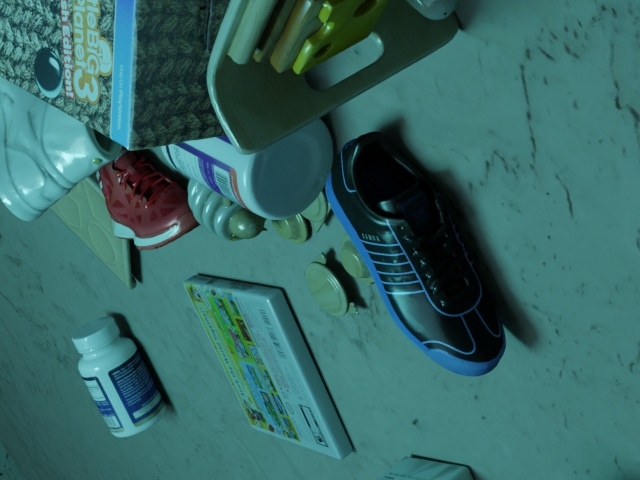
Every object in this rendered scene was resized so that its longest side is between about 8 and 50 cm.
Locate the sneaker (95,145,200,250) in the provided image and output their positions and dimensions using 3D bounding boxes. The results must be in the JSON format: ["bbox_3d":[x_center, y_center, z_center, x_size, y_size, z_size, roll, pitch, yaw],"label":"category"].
[{"bbox_3d":[-0.216,-0.064,1.456,0.221,0.087,0.128,0,120,56],"label":"sneaker"}]

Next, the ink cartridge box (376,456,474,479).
[{"bbox_3d":[0.069,0.380,1.267,0.114,0.273,0.197,-5,115,55],"label":"ink cartridge box"}]

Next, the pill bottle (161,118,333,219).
[{"bbox_3d":[-0.088,-0.101,1.189,0.193,0.108,0.108,29,141,42],"label":"pill bottle"}]

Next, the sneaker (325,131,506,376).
[{"bbox_3d":[0.086,0.011,1.059,0.232,0.081,0.090,53,159,10],"label":"sneaker"}]

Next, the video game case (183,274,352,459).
[{"bbox_3d":[-0.067,0.151,1.504,0.206,0.026,0.227,6,125,55],"label":"video game case"}]

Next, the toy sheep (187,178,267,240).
[{"bbox_3d":[-0.098,-0.050,1.287,0.132,0.091,0.091,55,156,37],"label":"toy sheep"}]

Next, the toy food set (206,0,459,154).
[{"bbox_3d":[0.063,-0.175,0.757,0.092,0.220,0.306,52,151,10],"label":"toy food set"}]

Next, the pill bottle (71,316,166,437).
[{"bbox_3d":[-0.309,0.204,1.866,0.094,0.094,0.169,4,122,56],"label":"pill bottle"}]

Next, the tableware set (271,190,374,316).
[{"bbox_3d":[0.000,0.000,1.249,0.168,0.020,0.141,57,151,3],"label":"tableware set"}]

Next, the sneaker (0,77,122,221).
[{"bbox_3d":[-0.313,-0.177,1.487,0.108,0.169,0.292,35,-149,-51],"label":"sneaker"}]

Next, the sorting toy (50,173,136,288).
[{"bbox_3d":[-0.316,-0.051,1.683,0.193,0.038,0.208,42,153,26],"label":"sorting toy"}]

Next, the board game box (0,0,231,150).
[{"bbox_3d":[-0.186,-0.239,1.096,0.291,0.141,0.232,28,121,42],"label":"board game box"}]
